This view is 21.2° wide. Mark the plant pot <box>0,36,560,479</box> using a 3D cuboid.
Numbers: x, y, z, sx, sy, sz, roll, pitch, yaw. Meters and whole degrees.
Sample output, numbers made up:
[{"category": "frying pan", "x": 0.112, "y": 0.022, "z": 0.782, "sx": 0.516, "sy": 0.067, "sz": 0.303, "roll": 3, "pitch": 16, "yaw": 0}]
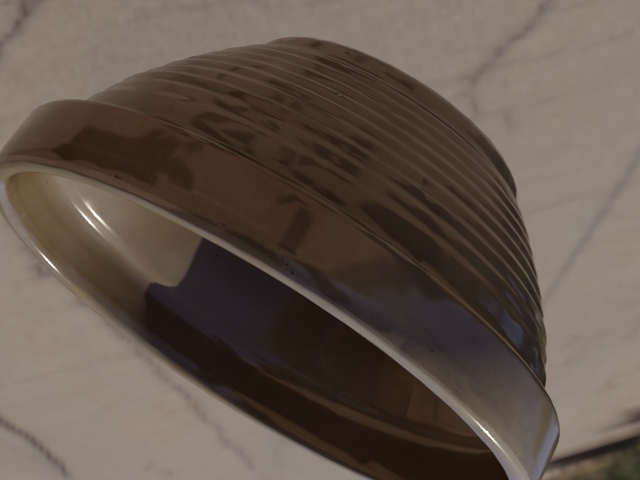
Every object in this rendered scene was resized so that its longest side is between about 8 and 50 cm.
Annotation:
[{"category": "plant pot", "x": 0.000, "y": 0.000, "z": 0.664, "sx": 0.110, "sy": 0.237, "sz": 0.237, "roll": -57, "pitch": -179, "yaw": -18}]
